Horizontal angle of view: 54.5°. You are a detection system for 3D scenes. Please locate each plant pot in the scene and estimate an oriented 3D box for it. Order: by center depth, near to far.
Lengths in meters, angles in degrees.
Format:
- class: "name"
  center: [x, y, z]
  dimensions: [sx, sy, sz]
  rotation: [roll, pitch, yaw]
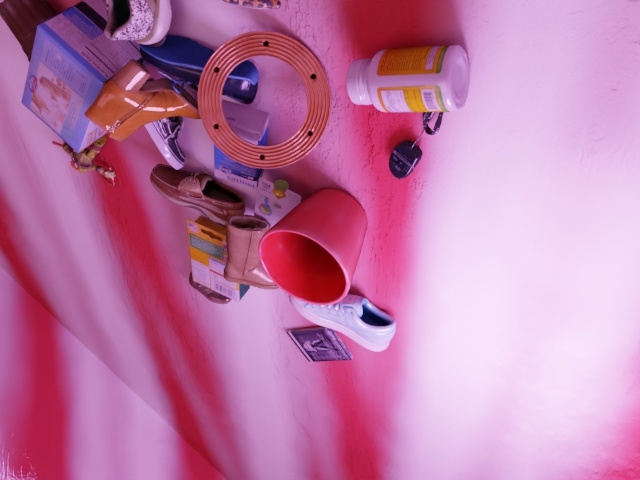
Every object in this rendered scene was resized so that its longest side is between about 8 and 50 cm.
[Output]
- class: "plant pot"
  center: [0.000, 0.000, 1.729]
  dimensions: [0.274, 0.243, 0.275]
  rotation: [18, 138, 17]
- class: "plant pot"
  center: [-0.830, -0.630, 1.806]
  dimensions: [0.165, 0.167, 0.167]
  rotation: [52, 138, -6]

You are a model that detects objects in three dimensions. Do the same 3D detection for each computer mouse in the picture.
- class: "computer mouse"
  center: [0.235, -0.242, 1.503]
  dimensions: [0.071, 0.041, 0.242]
  rotation: [46, 137, 15]

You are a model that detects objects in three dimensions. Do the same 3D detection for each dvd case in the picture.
- class: "dvd case"
  center: [-0.004, 0.381, 2.279]
  dimensions: [0.221, 0.018, 0.165]
  rotation: [-14, 120, 42]

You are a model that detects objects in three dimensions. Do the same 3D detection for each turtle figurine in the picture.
- class: "turtle figurine"
  center: [-0.830, -0.304, 2.163]
  dimensions: [0.269, 0.087, 0.217]
  rotation: [37, 140, 0]

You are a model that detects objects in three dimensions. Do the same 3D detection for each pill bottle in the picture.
- class: "pill bottle"
  center: [0.187, -0.349, 1.351]
  dimensions: [0.245, 0.136, 0.136]
  rotation: [7, 132, 31]

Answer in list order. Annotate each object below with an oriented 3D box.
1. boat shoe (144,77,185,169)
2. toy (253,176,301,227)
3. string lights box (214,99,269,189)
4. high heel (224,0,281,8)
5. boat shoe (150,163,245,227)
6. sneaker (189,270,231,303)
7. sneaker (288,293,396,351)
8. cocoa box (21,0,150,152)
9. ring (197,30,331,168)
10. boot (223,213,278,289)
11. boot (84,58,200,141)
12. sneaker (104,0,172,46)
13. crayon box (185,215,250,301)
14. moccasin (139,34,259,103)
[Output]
- class: "boat shoe"
  center: [-0.457, -0.344, 1.840]
  dimensions: [0.113, 0.104, 0.306]
  rotation: [59, 175, 49]
- class: "toy"
  center: [-0.125, -0.101, 1.871]
  dimensions: [0.136, 0.056, 0.237]
  rotation: [25, 147, 6]
- class: "string lights box"
  center: [-0.222, -0.259, 1.722]
  dimensions: [0.133, 0.077, 0.260]
  rotation: [18, 149, 1]
- class: "high heel"
  center: [-0.189, -0.619, 1.338]
  dimensions: [0.261, 0.093, 0.186]
  rotation: [28, 140, 6]
- class: "boat shoe"
  center: [-0.377, -0.164, 1.961]
  dimensions: [0.323, 0.123, 0.120]
  rotation: [26, 134, 0]
- class: "sneaker"
  center: [-0.418, 0.175, 2.342]
  dimensions: [0.188, 0.066, 0.071]
  rotation: [26, 138, 12]
- class: "sneaker"
  center: [0.079, 0.209, 1.984]
  dimensions: [0.365, 0.135, 0.150]
  rotation: [25, 132, 0]
- class: "cocoa box"
  center: [-0.670, -0.469, 1.781]
  dimensions: [0.231, 0.228, 0.347]
  rotation: [42, 140, -6]
- class: "ring"
  center: [-0.139, -0.347, 1.552]
  dimensions: [0.336, 0.032, 0.337]
  rotation: [1, 107, 5]
- class: "boot"
  center: [-0.192, 0.041, 1.980]
  dimensions: [0.236, 0.089, 0.270]
  rotation: [3, 138, -13]
- class: "boot"
  center: [-0.477, -0.350, 1.702]
  dimensions: [0.211, 0.295, 0.104]
  rotation: [-45, 54, 14]
- class: "sneaker"
  center: [-0.446, -0.651, 1.453]
  dimensions: [0.158, 0.182, 0.411]
  rotation: [16, 121, 19]
- class: "crayon box"
  center: [-0.352, 0.051, 2.163]
  dimensions: [0.203, 0.083, 0.323]
  rotation: [23, 139, 15]
- class: "moccasin"
  center: [-0.328, -0.438, 1.639]
  dimensions: [0.341, 0.138, 0.117]
  rotation: [25, 143, 15]
